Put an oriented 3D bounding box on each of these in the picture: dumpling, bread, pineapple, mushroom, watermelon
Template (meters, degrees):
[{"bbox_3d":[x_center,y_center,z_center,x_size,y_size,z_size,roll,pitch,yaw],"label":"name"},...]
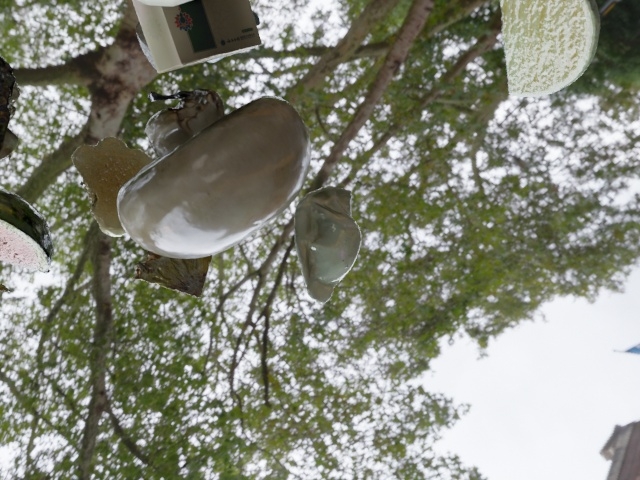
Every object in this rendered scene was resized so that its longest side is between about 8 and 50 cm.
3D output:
[{"bbox_3d":[0.000,0.000,1.183,0.179,0.132,0.251,27,-103,-58],"label":"dumpling"},{"bbox_3d":[0.269,-0.251,0.668,0.112,0.192,0.036,18,-123,38],"label":"bread"},{"bbox_3d":[-0.371,0.067,1.524,0.114,0.237,0.186,-142,30,-79],"label":"pineapple"},{"bbox_3d":[-0.468,-0.138,1.354,0.182,0.039,0.250,-21,-103,-23],"label":"bread"},{"bbox_3d":[-0.198,-0.139,0.998,0.294,0.363,0.362,60,-144,-14],"label":"mushroom"},{"bbox_3d":[-0.711,-0.059,1.242,0.304,0.159,0.128,23,-135,-18],"label":"watermelon"}]

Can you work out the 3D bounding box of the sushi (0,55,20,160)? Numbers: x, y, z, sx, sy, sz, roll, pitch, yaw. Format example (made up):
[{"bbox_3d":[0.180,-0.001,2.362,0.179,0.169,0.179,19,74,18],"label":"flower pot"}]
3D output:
[{"bbox_3d":[-0.504,-0.116,0.689,0.211,0.350,0.171,36,-173,33],"label":"sushi"}]

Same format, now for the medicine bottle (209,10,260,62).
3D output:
[{"bbox_3d":[-0.258,-0.572,1.600,0.090,0.209,0.053,46,-138,-33],"label":"medicine bottle"}]

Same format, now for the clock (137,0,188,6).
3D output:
[{"bbox_3d":[-0.095,-0.424,0.589,0.184,0.326,0.342,37,-136,-15],"label":"clock"}]

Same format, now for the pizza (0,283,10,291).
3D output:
[{"bbox_3d":[-0.624,0.077,1.048,0.109,0.123,0.026,12,-102,-22],"label":"pizza"}]

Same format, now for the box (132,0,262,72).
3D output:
[{"bbox_3d":[-0.240,-0.440,1.129,0.212,0.095,0.167,-32,-68,-39],"label":"box"}]

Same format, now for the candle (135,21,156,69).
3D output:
[{"bbox_3d":[-0.385,-0.505,1.459,0.193,0.068,0.168,9,-127,12],"label":"candle"}]
